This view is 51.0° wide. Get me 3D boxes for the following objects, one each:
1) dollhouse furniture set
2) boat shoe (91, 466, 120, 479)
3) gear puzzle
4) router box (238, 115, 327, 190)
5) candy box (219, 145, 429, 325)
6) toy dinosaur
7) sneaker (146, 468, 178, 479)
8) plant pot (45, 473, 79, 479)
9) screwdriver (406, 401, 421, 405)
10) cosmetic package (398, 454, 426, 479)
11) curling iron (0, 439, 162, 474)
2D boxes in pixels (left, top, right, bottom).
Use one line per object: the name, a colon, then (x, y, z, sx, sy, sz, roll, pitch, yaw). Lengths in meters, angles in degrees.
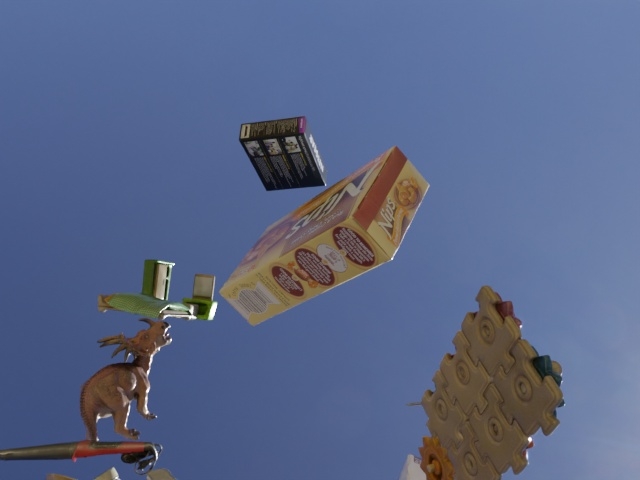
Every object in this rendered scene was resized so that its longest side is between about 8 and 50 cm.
dollhouse furniture set: (-0.420, 0.126, 1.776, 0.198, 0.301, 0.151, 5, -95, 18)
boat shoe: (-0.536, 0.615, 1.500, 0.103, 0.302, 0.113, 56, -146, 6)
gear puzzle: (0.196, 0.224, 0.827, 0.044, 0.339, 0.175, -5, -135, -23)
router box: (-0.071, -0.170, 1.353, 0.133, 0.179, 0.046, -4, -121, 13)
candy box: (0.000, 0.000, 1.021, 0.316, 0.087, 0.183, -28, -159, 42)
toy dinosaur: (-0.429, 0.297, 1.394, 0.127, 0.200, 0.295, 0, -158, 20)
sneaker: (-0.247, 0.411, 1.055, 0.051, 0.070, 0.134, -2, 179, -20)
plant pot: (-0.346, 0.448, 1.092, 0.236, 0.236, 0.032, 9, -127, 19)
screwdriver: (0.180, 0.241, 0.990, 0.170, 0.025, 0.024, 3, -161, -41)
cosmetic package: (0.143, 0.488, 1.104, 0.086, 0.231, 0.117, 21, -168, 5)
curling iron: (-0.417, 0.377, 1.171, 0.274, 0.068, 0.035, 5, -159, -15)
